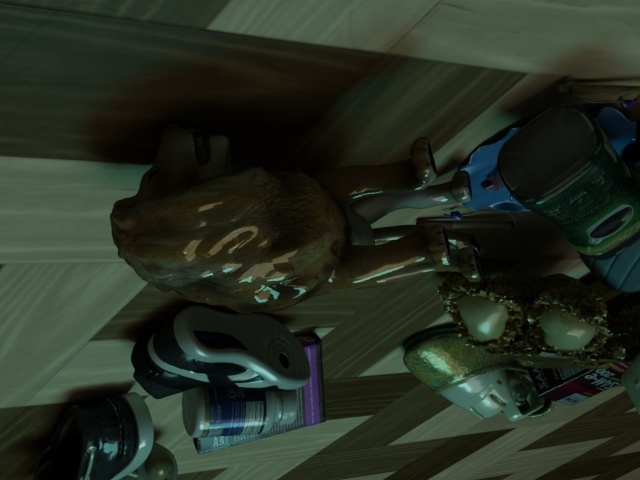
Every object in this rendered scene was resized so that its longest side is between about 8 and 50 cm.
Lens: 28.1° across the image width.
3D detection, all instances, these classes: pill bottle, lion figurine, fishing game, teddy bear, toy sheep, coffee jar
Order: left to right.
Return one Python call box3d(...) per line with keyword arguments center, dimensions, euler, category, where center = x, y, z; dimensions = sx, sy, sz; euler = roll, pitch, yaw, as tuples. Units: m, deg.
box3d(center=(-0.236, 0.302, 1.663), dimensions=(0.091, 0.091, 0.132), euler=(-1, 165, -39), category="toy sheep")
box3d(center=(-0.090, 0.185, 1.434), dimensions=(0.120, 0.067, 0.067), euler=(0, 152, -22), category="pill bottle")
box3d(center=(0.000, 0.000, 1.081), dimensions=(0.240, 0.142, 0.392), euler=(-13, 165, 14), category="lion figurine")
box3d(center=(0.253, 0.080, 1.439), dimensions=(0.245, 0.113, 0.338), euler=(-1, 170, 34), category="teddy bear")
box3d(center=(0.220, -0.068, 1.236), dimensions=(0.189, 0.041, 0.264), euler=(0, 151, -35), category="fishing game")
box3d(center=(0.241, -0.048, 1.165), dimensions=(0.096, 0.079, 0.184), euler=(-37, 145, 16), category="coffee jar")

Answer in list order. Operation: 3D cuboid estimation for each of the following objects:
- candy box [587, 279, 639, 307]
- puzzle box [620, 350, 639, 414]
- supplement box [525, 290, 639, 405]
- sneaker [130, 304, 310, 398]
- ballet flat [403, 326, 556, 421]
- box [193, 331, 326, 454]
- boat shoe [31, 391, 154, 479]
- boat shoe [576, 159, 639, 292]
box3d(center=(0.395, 0.103, 1.766), dimensions=(0.109, 0.053, 0.187), euler=(-30, 157, 21), category="candy box")
box3d(center=(0.541, 0.052, 1.357), dimensions=(0.409, 0.052, 0.272), euler=(-16, 153, -17), category="puzzle box")
box3d(center=(0.397, 0.132, 1.671), dimensions=(0.239, 0.073, 0.130), euler=(-29, 155, 22), category="supplement box")
box3d(center=(-0.117, 0.130, 1.377), dimensions=(0.121, 0.079, 0.217), euler=(-28, 149, 28), category="sneaker")
box3d(center=(0.236, 0.194, 1.760), dimensions=(0.123, 0.123, 0.348), euler=(-30, 156, 24), category="ballet flat")
box3d(center=(-0.075, 0.178, 1.496), dimensions=(0.162, 0.029, 0.116), euler=(-13, 119, -19), category="box")
box3d(center=(-0.298, 0.277, 1.524), dimensions=(0.091, 0.114, 0.302), euler=(-4, 141, -36), category="boat shoe")
box3d(center=(0.354, -0.027, 1.350), dimensions=(0.094, 0.109, 0.302), euler=(-35, 169, -15), category="boat shoe")
